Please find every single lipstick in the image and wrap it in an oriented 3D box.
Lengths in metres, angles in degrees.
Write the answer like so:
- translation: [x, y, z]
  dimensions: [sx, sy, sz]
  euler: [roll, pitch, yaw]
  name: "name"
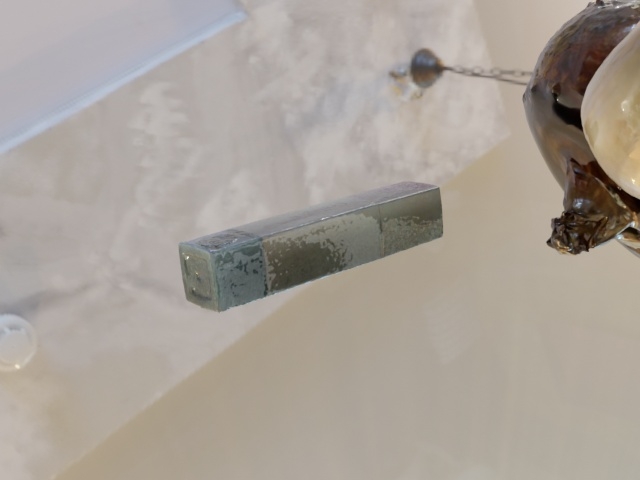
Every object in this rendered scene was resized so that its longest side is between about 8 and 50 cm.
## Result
- translation: [0.000, 0.000, 1.061]
  dimensions: [0.317, 0.066, 0.068]
  euler: [-17, -72, -36]
  name: "lipstick"

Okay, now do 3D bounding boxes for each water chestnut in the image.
- translation: [0.360, -0.099, 1.070]
  dimensions: [0.302, 0.350, 0.350]
  euler: [-40, -56, -1]
  name: "water chestnut"

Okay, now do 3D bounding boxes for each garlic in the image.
- translation: [0.240, -0.119, 0.583]
  dimensions: [0.217, 0.110, 0.228]
  euler: [-37, -23, -24]
  name: "garlic"
